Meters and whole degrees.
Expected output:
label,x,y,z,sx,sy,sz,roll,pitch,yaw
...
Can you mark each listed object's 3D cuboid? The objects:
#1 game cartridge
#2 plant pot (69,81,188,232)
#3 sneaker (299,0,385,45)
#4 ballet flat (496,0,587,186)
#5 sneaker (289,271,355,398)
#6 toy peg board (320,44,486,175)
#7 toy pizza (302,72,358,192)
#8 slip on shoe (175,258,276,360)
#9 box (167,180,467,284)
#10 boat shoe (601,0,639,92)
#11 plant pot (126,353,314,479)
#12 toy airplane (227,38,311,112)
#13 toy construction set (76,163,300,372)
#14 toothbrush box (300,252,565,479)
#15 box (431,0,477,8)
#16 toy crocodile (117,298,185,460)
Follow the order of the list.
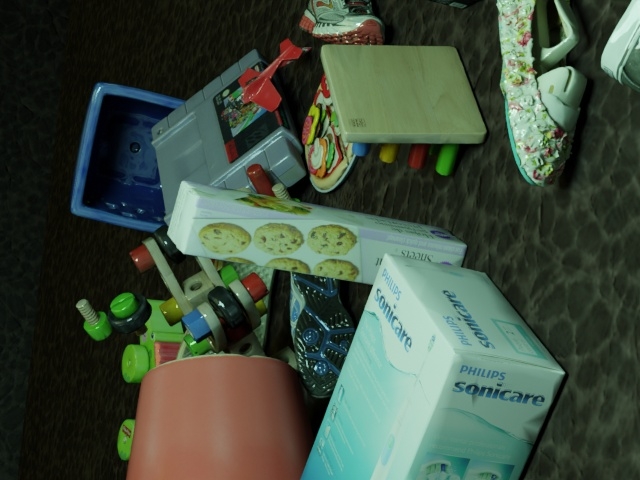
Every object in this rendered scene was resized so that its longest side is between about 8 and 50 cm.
label,x,y,z,sx,sy,sz,roll,pitch,yaw
game cartridge,-0.145,-0.142,2.141,0.230,0.068,0.355,-40,32,14
plant pot,-0.312,-0.149,2.492,0.212,0.236,0.236,-142,64,-72
sneaker,0.030,-0.309,1.908,0.225,0.088,0.093,-136,60,-64
ballet flat,0.219,-0.171,1.395,0.077,0.091,0.241,-24,59,37
sneaker,0.001,0.107,1.822,0.081,0.080,0.211,94,175,-60
toy peg board,0.087,-0.143,1.615,0.161,0.160,0.079,-103,16,-45
toy pizza,0.015,-0.166,1.950,0.201,0.032,0.201,-169,90,-68
slip on shoe,-0.137,0.109,2.091,0.101,0.123,0.331,173,112,-76
box,0.000,0.000,1.516,0.063,0.324,0.067,43,118,60
boat shoe,0.319,-0.221,1.195,0.070,0.078,0.219,37,116,28
plant pot,-0.119,0.280,1.724,0.275,0.275,0.243,139,131,-57
toy airplane,-0.076,-0.244,2.107,0.151,0.028,0.151,-25,37,21
toy construction set,-0.111,0.084,1.934,0.257,0.237,0.309,10,51,41
toothbrush box,0.102,0.194,1.441,0.216,0.126,0.295,-123,47,-61
box,0.154,-0.318,1.641,0.052,0.062,0.083,167,111,-68
toy crocodile,-0.254,0.256,2.306,0.105,0.115,0.340,-34,51,53
